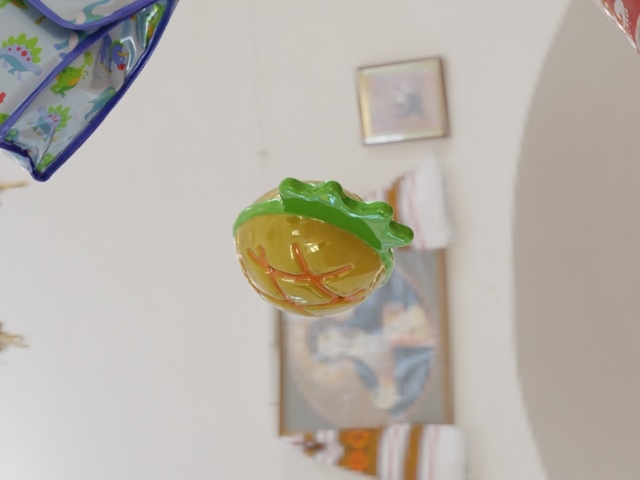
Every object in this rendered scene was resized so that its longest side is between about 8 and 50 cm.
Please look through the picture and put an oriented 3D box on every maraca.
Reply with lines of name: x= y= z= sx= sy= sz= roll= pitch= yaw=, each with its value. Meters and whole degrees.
maraca: x=0.000 y=0.000 z=1.238 sx=0.127 sy=0.185 sz=0.099 roll=20 pitch=-115 yaw=-11

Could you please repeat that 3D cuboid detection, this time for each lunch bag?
lunch bag: x=-0.180 y=-0.137 z=1.032 sx=0.151 sy=0.129 sz=0.096 roll=-47 pitch=-22 yaw=-6

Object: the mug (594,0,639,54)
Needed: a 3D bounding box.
mug: x=0.261 y=-0.230 z=1.390 sx=0.150 sy=0.169 sz=0.113 roll=0 pitch=-51 yaw=-19
